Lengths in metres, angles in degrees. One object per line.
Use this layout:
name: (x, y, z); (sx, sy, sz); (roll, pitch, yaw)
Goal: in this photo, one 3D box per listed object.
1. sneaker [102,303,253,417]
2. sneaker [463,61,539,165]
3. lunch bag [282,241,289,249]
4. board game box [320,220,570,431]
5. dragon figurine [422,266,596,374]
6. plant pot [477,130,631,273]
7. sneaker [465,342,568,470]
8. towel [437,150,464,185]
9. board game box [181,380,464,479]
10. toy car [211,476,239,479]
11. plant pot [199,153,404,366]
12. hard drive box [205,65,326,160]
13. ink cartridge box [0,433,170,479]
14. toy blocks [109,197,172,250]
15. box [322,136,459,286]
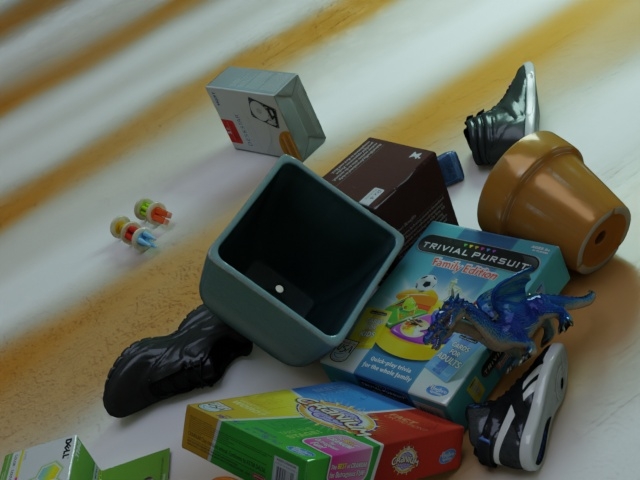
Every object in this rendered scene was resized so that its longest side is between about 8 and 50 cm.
sneaker: (-0.244, 0.216, 1.812); (0.286, 0.109, 0.130); (-36, 42, -15)
sneaker: (0.359, -0.256, 2.086); (0.146, 0.105, 0.296); (-5, 42, 18)
lunch bag: (0.000, 0.000, 1.932); (0.151, 0.129, 0.096); (-31, 35, -9)
board game box: (0.198, 0.125, 1.665); (0.253, 0.079, 0.336); (13, 53, 42)
dragon figurine: (0.284, 0.094, 1.524); (0.289, 0.144, 0.085); (-32, -11, -24)
plant pot: (0.394, -0.048, 1.719); (0.205, 0.205, 0.188); (-36, 51, -18)
sneaker: (0.273, 0.226, 1.499); (0.121, 0.079, 0.217); (0, 41, 31)
towel: (0.216, -0.125, 2.028); (0.119, 0.067, 0.029); (-23, 32, 0)
board game box: (0.007, 0.272, 1.450); (0.242, 0.064, 0.316); (15, 11, 43)
toy car: (-0.097, 0.378, 1.304); (0.159, 0.182, 0.136); (-26, 6, 25)
plant pot: (-0.057, 0.064, 1.744); (0.248, 0.247, 0.252); (-55, 1, -34)
hard drive box: (-0.123, -0.286, 2.356); (0.232, 0.181, 0.089); (14, 50, 44)
ink cartridge box: (-0.374, 0.397, 1.641); (0.255, 0.097, 0.189); (-19, 34, 9)
toy blocks: (-0.371, -0.032, 2.268); (0.123, 0.054, 0.148); (-40, 37, -23)
box: (0.120, -0.044, 1.854); (0.168, 0.203, 0.167); (-41, 37, -26)
